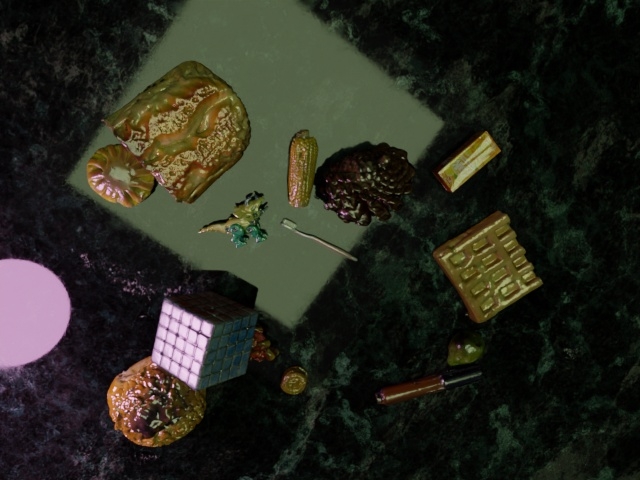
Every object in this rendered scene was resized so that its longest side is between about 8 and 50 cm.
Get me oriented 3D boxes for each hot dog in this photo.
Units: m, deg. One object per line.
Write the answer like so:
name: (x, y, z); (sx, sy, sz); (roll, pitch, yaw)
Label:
hot dog: (-0.413, -0.358, 1.645); (0.365, 0.196, 0.367); (-40, 110, 2)

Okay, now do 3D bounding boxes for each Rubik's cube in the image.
Rubik's cube: (-0.379, 0.321, 1.717); (0.238, 0.237, 0.237); (19, 100, 30)

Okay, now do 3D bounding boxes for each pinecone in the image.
pinecone: (0.148, -0.172, 1.698); (0.298, 0.295, 0.242); (-44, 107, -36)

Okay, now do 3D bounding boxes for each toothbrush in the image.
toothbrush: (0.000, 0.000, 1.847); (0.307, 0.025, 0.030); (27, 89, -11)

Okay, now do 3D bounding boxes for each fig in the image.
fig: (0.538, 0.417, 1.956); (0.123, 0.123, 0.156); (19, 115, -10)

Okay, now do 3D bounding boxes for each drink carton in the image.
drink carton: (0.512, -0.279, 1.829); (0.223, 0.071, 0.096); (-41, 103, 3)

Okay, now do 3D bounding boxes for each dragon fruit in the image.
dragon fruit: (-0.239, 0.366, 1.845); (0.207, 0.150, 0.133); (29, 126, -18)

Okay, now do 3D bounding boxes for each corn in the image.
corn: (-0.061, -0.241, 1.754); (0.097, 0.097, 0.262); (4, 102, -8)

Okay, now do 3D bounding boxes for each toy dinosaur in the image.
toy dinosaur: (-0.286, -0.046, 1.775); (0.259, 0.094, 0.153); (-24, 103, 6)

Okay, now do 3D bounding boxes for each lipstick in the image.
lipstick: (0.414, 0.553, 1.984); (0.418, 0.077, 0.077); (-13, 103, -3)

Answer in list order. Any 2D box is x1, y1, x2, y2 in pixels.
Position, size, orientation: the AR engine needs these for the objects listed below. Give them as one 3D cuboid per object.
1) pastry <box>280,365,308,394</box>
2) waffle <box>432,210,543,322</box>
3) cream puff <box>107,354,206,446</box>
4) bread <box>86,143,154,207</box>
pastry: (-0.096, 0.518, 1.924); (0.109, 0.057, 0.097); (-21, 105, -1)
waffle: (0.618, 0.109, 1.919); (0.304, 0.077, 0.348); (-34, 103, 2)
cream puff: (-0.566, 0.555, 1.788); (0.342, 0.231, 0.327); (7, 104, -8)
bread: (-0.646, -0.213, 1.687); (0.213, 0.105, 0.214); (-1, 98, -7)
